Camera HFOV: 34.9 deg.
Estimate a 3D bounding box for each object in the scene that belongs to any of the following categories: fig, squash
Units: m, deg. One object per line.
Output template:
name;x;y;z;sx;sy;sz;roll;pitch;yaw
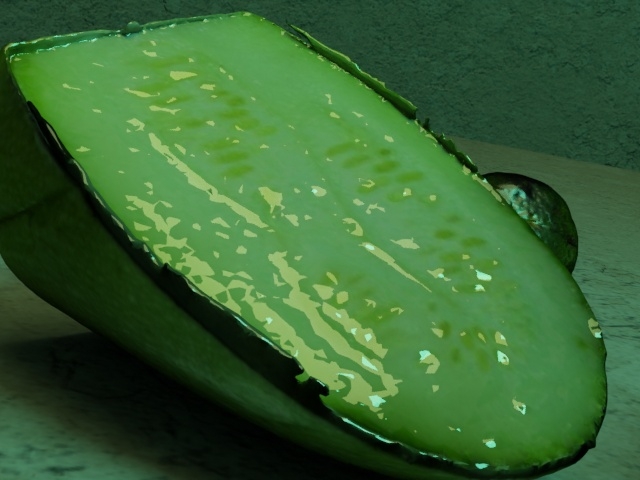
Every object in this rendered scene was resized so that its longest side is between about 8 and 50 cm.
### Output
fig;0.153;0.010;0.909;0.123;0.123;0.156;8;-26;-13
squash;0.000;0.000;0.535;0.233;0.210;0.309;-18;24;-42
